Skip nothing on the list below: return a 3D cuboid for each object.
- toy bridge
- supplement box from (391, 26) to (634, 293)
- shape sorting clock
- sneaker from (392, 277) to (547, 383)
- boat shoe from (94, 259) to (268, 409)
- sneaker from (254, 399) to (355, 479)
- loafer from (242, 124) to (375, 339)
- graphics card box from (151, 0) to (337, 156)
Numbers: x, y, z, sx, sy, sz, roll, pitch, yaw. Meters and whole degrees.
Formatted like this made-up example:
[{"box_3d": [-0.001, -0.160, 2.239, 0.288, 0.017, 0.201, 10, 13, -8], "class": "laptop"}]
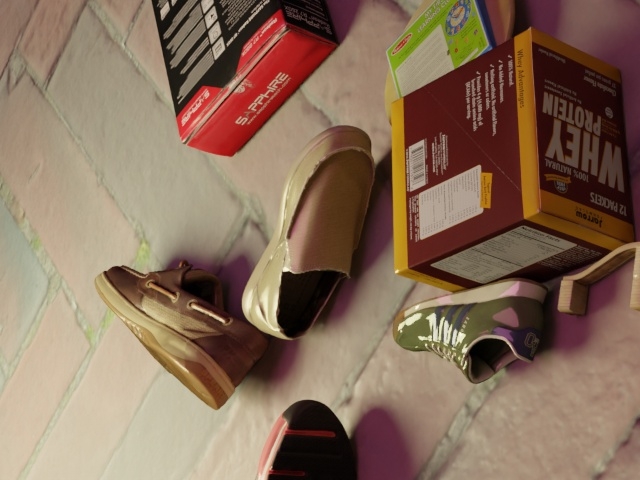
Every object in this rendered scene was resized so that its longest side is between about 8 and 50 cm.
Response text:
[{"box_3d": [0.294, 0.033, 1.383, 0.188, 0.026, 0.063, -7, 69, 51], "class": "toy bridge"}, {"box_3d": [0.181, -0.068, 1.485, 0.194, 0.129, 0.191, -25, 57, 45], "class": "supplement box"}, {"box_3d": [0.139, -0.202, 1.668, 0.206, 0.040, 0.206, -31, 50, 45], "class": "shape sorting clock"}, {"box_3d": [0.142, 0.100, 1.519, 0.192, 0.064, 0.086, -21, 55, 43], "class": "sneaker"}, {"box_3d": [-0.169, 0.092, 1.911, 0.123, 0.123, 0.342, -43, 30, -10], "class": "boat shoe"}, {"box_3d": [-0.057, 0.323, 1.648, 0.136, 0.116, 0.313, -5, 72, 53], "class": "sneaker"}, {"box_3d": [0.000, 0.000, 1.727, 0.092, 0.102, 0.268, 48, 123, 48], "class": "loafer"}, {"box_3d": [-0.116, -0.319, 2.005, 0.233, 0.094, 0.371, -45, 45, 33], "class": "graphics card box"}]
